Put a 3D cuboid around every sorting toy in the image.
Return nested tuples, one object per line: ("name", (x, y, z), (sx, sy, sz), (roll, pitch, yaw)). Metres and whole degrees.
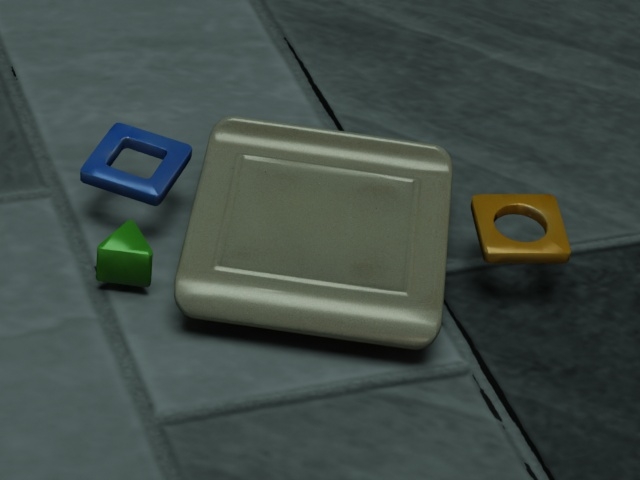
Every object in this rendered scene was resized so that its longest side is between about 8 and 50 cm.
("sorting toy", (0.000, 0.000, 1.401), (0.347, 0.047, 0.196), (8, 43, 1))
